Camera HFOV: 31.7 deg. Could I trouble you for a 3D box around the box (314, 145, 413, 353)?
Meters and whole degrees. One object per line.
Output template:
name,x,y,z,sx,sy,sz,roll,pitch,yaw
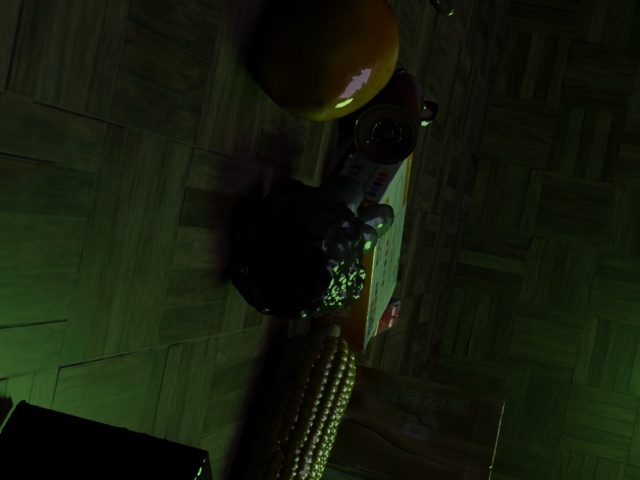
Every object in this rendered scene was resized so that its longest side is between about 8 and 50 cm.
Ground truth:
box,0.066,0.001,1.735,0.221,0.091,0.274,-60,158,-54

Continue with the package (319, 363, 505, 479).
package,0.094,0.291,1.625,0.165,0.311,0.221,64,41,-73

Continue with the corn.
corn,-0.036,0.254,1.501,0.119,0.119,0.322,72,37,-64

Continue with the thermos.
thermos,0.115,-0.199,1.715,0.232,0.124,0.099,-67,167,-63

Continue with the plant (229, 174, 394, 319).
plant,0.001,0.001,1.350,0.149,0.146,0.274,-70,169,20

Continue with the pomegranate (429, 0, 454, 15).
pomegranate,0.047,-0.317,0.991,0.231,0.286,0.231,-54,172,-12

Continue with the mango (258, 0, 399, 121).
mango,0.010,-0.209,1.235,0.252,0.154,0.126,-82,168,-57

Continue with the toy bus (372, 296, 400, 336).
toy bus,0.089,0.128,1.970,0.192,0.077,0.065,-8,112,-74

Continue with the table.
table,-0.170,0.257,0.815,0.169,0.172,0.193,87,20,-46
